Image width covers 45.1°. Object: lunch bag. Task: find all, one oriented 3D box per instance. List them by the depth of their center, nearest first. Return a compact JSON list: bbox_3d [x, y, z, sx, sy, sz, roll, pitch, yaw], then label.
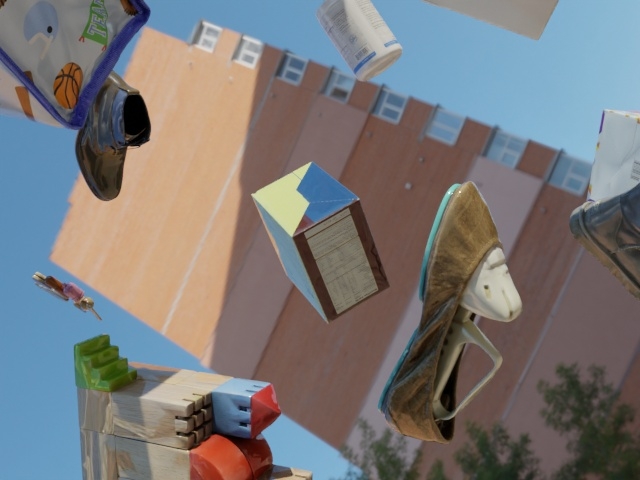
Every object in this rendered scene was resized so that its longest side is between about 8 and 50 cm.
[{"bbox_3d":[-0.427,-0.300,0.777,0.385,0.327,0.239,60,-135,-56],"label":"lunch bag"}]

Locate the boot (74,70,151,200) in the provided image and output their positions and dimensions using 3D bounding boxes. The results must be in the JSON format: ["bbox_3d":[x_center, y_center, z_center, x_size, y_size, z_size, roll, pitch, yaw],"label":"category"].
[{"bbox_3d":[-0.311,-0.146,1.160,0.082,0.106,0.219,-23,-52,-39],"label":"boot"}]

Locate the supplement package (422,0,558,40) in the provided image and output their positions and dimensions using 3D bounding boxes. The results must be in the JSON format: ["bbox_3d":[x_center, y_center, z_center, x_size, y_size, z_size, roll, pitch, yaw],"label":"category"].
[{"bbox_3d":[0.139,-0.349,0.630,0.198,0.199,0.263,-80,9,-51],"label":"supplement package"}]

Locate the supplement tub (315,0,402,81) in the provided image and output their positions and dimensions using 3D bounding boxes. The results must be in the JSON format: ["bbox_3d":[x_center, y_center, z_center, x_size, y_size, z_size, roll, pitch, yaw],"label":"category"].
[{"bbox_3d":[0.050,-0.267,0.994,0.071,0.107,0.071,-33,-3,-2],"label":"supplement tub"}]

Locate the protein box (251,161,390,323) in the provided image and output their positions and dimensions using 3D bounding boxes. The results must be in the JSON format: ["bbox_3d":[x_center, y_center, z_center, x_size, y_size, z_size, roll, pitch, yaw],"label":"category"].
[{"bbox_3d":[0.000,0.000,1.398,0.136,0.200,0.201,-29,-56,-11],"label":"protein box"}]

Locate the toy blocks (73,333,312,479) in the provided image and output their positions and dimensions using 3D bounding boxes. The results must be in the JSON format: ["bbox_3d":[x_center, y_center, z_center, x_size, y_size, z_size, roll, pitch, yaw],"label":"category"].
[{"bbox_3d":[-0.127,0.299,0.846,0.190,0.260,0.381,-19,-70,-65],"label":"toy blocks"}]

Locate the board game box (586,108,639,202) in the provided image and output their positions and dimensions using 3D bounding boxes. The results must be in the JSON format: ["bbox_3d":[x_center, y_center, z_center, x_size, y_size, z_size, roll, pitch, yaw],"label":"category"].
[{"bbox_3d":[0.549,-0.102,1.096,0.275,0.142,0.144,1,-72,-13],"label":"board game box"}]

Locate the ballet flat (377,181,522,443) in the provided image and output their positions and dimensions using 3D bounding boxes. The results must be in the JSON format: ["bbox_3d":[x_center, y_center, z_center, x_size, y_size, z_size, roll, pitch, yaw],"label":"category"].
[{"bbox_3d":[0.170,0.104,0.937,0.116,0.124,0.342,-10,-59,-54],"label":"ballet flat"}]

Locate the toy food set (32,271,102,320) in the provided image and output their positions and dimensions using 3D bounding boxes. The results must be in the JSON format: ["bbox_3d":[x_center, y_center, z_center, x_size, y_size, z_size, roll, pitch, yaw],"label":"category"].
[{"bbox_3d":[-0.371,0.074,1.122,0.019,0.122,0.078,-59,-15,-22],"label":"toy food set"}]

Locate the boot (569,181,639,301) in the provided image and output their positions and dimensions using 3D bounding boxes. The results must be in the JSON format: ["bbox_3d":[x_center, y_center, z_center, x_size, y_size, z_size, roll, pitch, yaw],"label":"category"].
[{"bbox_3d":[0.375,-0.011,0.756,0.208,0.189,0.076,-37,26,54],"label":"boot"}]
